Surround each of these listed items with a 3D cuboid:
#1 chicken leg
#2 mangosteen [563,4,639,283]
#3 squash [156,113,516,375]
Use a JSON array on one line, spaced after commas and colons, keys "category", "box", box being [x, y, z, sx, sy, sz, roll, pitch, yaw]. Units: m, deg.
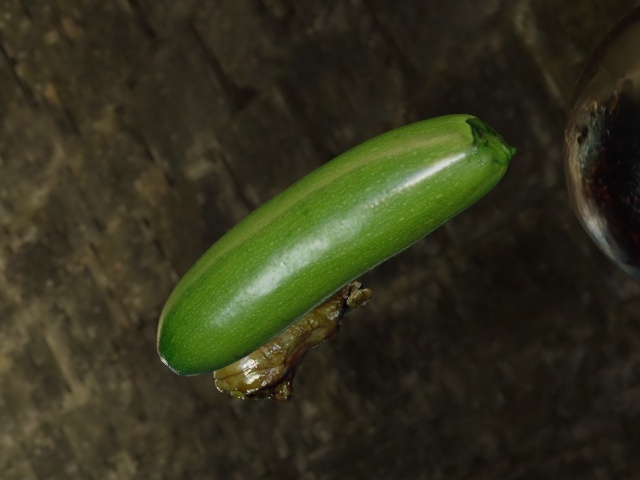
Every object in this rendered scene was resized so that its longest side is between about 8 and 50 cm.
[{"category": "chicken leg", "box": [-0.023, 0.099, 1.555, 0.178, 0.070, 0.093, -38, 134, -22]}, {"category": "mangosteen", "box": [0.373, -0.100, 1.465, 0.330, 0.330, 0.330, -27, 174, -3]}, {"category": "squash", "box": [-0.002, -0.001, 1.092, 0.292, 0.082, 0.082, -35, 172, 21]}]
